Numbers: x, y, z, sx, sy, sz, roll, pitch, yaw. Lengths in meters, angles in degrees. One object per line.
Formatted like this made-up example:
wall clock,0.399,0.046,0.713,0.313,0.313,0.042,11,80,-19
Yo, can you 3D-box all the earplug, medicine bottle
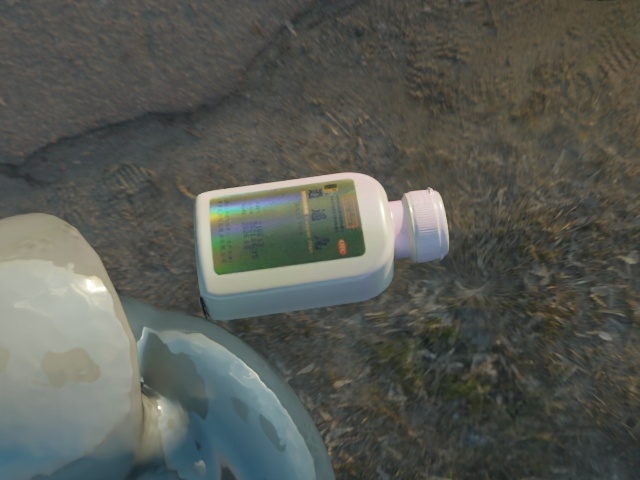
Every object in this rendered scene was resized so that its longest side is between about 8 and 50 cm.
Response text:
earplug,-0.132,0.121,0.591,0.325,0.214,0.175,40,50,-25
medicine bottle,0.000,0.000,0.842,0.219,0.078,0.115,-8,55,-1
